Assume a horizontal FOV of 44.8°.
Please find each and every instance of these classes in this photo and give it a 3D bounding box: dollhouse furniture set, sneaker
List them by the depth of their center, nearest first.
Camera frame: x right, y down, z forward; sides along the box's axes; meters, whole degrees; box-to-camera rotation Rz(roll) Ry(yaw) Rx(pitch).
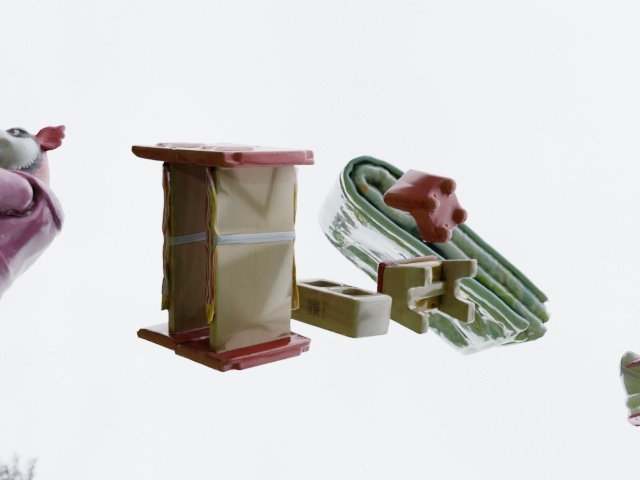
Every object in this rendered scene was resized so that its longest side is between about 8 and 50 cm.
[{"bbox_3d":[0.000,0.000,0.834,0.152,0.374,0.202,12,-78,47],"label":"dollhouse furniture set"},{"bbox_3d":[0.518,0.157,1.050,0.252,0.103,0.111,-23,-124,11],"label":"sneaker"}]

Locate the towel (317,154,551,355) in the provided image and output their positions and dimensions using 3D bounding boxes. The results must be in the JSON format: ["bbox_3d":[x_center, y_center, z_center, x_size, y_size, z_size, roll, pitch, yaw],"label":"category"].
[{"bbox_3d":[0.157,0.038,1.240,0.374,0.090,0.320,41,-16,1],"label":"towel"}]

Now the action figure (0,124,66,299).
[{"bbox_3d":[-0.318,0.028,0.668,0.275,0.370,0.248,29,-32,4],"label":"action figure"}]
